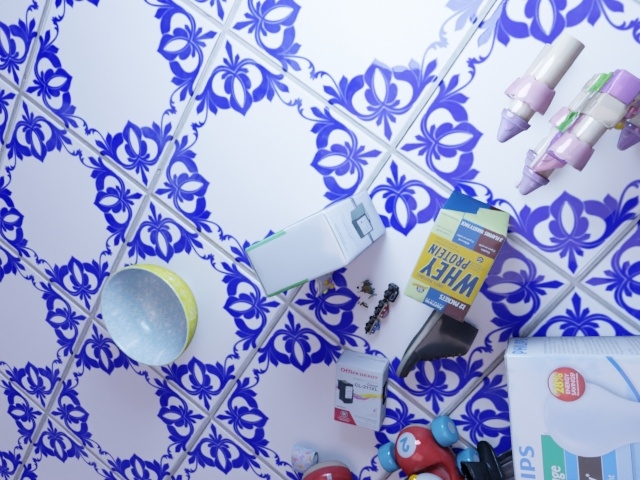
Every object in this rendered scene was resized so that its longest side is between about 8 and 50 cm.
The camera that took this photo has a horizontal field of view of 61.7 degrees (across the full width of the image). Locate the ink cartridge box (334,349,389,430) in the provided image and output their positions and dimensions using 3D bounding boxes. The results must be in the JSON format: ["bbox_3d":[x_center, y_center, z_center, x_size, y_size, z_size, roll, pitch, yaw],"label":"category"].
[{"bbox_3d":[0.105,0.389,1.397,0.127,0.072,0.175,8,109,19],"label":"ink cartridge box"}]

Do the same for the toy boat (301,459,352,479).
[{"bbox_3d":[0.028,0.729,1.468,0.150,0.151,0.231,-7,107,-11],"label":"toy boat"}]

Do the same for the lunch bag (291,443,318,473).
[{"bbox_3d":[-0.044,0.626,1.539,0.071,0.053,0.084,7,119,21],"label":"lunch bag"}]

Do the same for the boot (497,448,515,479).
[{"bbox_3d":[0.490,0.629,1.317,0.338,0.118,0.223,-38,83,19],"label":"boot"}]

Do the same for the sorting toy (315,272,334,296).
[{"bbox_3d":[0.002,0.107,1.350,0.044,0.075,0.084,4,108,20],"label":"sorting toy"}]

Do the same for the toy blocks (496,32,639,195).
[{"bbox_3d":[0.461,-0.174,0.976,0.308,0.288,0.260,35,111,5],"label":"toy blocks"}]

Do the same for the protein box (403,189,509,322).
[{"bbox_3d":[0.293,0.026,1.144,0.135,0.200,0.201,25,114,13],"label":"protein box"}]

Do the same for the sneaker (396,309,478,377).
[{"bbox_3d":[0.276,0.270,1.289,0.118,0.083,0.222,33,114,8],"label":"sneaker"}]

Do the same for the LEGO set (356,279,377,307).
[{"bbox_3d":[0.115,0.129,1.347,0.054,0.023,0.083,37,128,10],"label":"LEGO set"}]

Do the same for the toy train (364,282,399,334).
[{"bbox_3d":[0.154,0.175,1.340,0.036,0.027,0.158,27,113,0],"label":"toy train"}]

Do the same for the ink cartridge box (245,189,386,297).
[{"bbox_3d":[0.000,0.000,1.202,0.211,0.289,0.122,-25,93,25],"label":"ink cartridge box"}]

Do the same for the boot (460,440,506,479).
[{"bbox_3d":[0.379,0.538,1.285,0.099,0.121,0.045,6,128,-22],"label":"boot"}]

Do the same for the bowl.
[{"bbox_3d":[-0.450,0.187,1.504,0.289,0.156,0.290,6,108,19],"label":"bowl"}]

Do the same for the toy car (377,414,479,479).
[{"bbox_3d":[0.255,0.591,1.309,0.219,0.238,0.210,-38,90,26],"label":"toy car"}]

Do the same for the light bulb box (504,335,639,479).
[{"bbox_3d":[0.577,0.385,1.088,0.360,0.225,0.359,-5,87,22],"label":"light bulb box"}]
